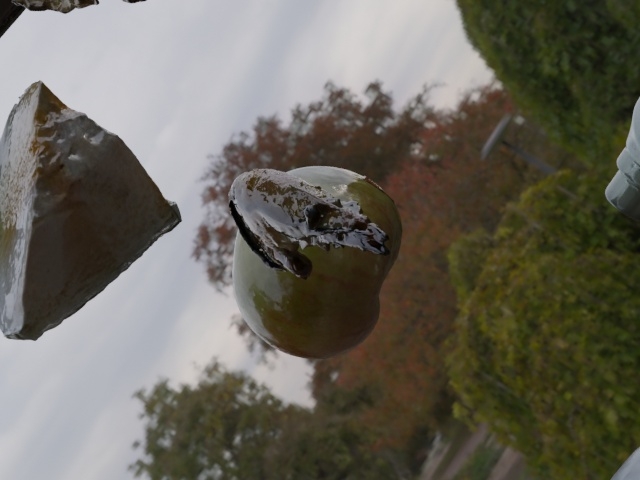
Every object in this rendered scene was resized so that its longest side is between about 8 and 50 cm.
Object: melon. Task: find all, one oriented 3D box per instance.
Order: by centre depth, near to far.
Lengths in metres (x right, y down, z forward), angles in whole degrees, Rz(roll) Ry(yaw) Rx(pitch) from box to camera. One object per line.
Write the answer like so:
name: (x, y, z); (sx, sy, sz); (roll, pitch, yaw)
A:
melon: (-0.163, -0.024, 0.688); (0.093, 0.140, 0.202); (125, 144, -51)

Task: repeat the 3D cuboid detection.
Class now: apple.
apple: (-0.006, 0.026, 1.250); (0.261, 0.194, 0.260); (17, -90, -83)

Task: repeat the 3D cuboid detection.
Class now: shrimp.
shrimp: (0.003, -0.008, 0.928); (0.066, 0.262, 0.117); (-41, -56, -19)

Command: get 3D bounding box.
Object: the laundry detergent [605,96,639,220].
laundry detergent: (0.462, -0.183, 1.126); (0.397, 0.125, 0.264); (-60, 13, 30)

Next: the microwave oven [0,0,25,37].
microwave oven: (-0.450, -0.366, 1.023); (0.333, 0.247, 0.394); (-51, -15, -10)

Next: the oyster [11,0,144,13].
oyster: (-0.113, -0.130, 0.361); (0.029, 0.132, 0.086); (40, -116, -80)

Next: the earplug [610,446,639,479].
earplug: (0.200, 0.215, 0.457); (0.175, 0.214, 0.325); (-19, 15, 43)
